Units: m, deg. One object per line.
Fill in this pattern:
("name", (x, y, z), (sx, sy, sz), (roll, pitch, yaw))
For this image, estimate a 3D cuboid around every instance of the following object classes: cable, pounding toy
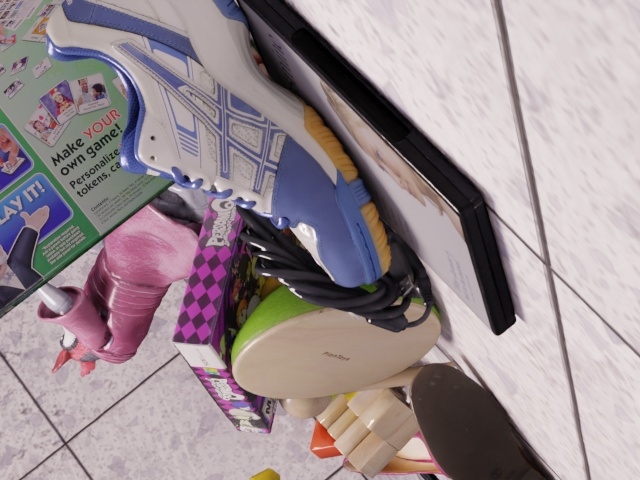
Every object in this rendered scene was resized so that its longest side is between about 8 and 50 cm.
("cable", (0.000, 0.000, 1.204), (0.150, 0.047, 0.184), (5, -141, -33))
("pounding toy", (0.011, 0.061, 1.365), (0.237, 0.182, 0.110), (59, -165, -62))

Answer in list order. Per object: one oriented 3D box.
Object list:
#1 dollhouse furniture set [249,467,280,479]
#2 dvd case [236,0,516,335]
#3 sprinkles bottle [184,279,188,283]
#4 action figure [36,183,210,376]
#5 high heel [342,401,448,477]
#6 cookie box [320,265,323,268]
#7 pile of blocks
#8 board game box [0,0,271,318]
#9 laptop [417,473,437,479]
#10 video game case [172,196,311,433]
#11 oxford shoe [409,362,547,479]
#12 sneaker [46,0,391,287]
("dollhouse furniture set", (0.035, 0.307, 1.797), (0.303, 0.198, 0.286), (29, 165, 19))
("dvd case", (0.037, -0.059, 1.064), (0.253, 0.022, 0.180), (48, 172, 30))
("sprinkles bottle", (-0.101, 0.070, 2.102), (0.121, 0.121, 0.355), (48, 172, 25))
("action figure", (-0.214, 0.036, 1.883), (0.275, 0.370, 0.248), (32, -152, 10))
("high heel", (0.102, 0.249, 1.748), (0.082, 0.117, 0.244), (55, 172, -20))
("cookie box", (0.041, 0.081, 1.619), (0.107, 0.040, 0.092), (44, 170, 41))
("pile of blocks", (0.015, 0.170, 1.705), (0.149, 0.112, 0.362), (44, 180, -4))
("board game box", (-0.213, -0.103, 1.217), (0.213, 0.317, 0.046), (52, 173, -1))
("laptop", (0.219, 0.604, 2.273), (0.408, 0.236, 0.382), (46, 170, 35))
("video game case", (-0.063, 0.033, 1.422), (0.041, 0.232, 0.210), (5, 153, 17))
("oxford shoe", (0.144, 0.191, 1.412), (0.212, 0.076, 0.076), (52, 178, -19))
("sneaker", (-0.074, -0.069, 1.097), (0.296, 0.131, 0.112), (52, 170, -7))
